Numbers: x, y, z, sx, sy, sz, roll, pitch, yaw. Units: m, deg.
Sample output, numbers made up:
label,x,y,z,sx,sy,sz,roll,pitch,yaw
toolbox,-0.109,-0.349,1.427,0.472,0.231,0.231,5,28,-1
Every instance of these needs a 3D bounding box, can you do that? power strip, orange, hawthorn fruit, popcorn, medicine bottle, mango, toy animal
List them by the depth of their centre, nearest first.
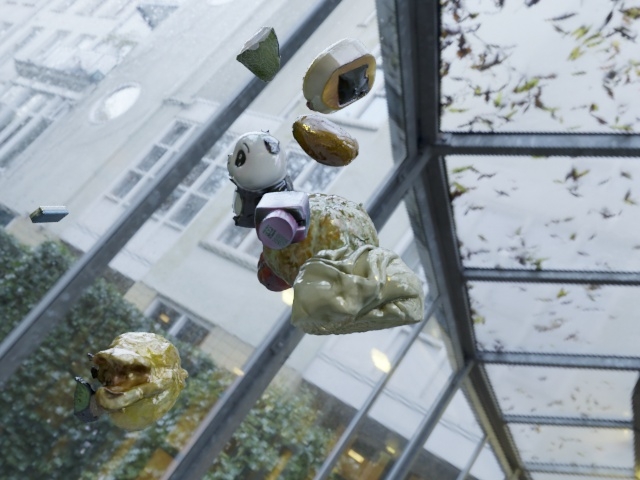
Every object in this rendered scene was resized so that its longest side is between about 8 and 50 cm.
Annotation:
label,x,y,z,sx,sy,sz,roll,pitch,yaw
popcorn,-0.409,0.318,1.503,0.191,0.190,0.253,16,16,14
medicine bottle,-0.089,-0.047,1.557,0.119,0.188,0.094,-1,-70,5
orange,0.000,0.000,1.832,0.329,0.329,0.249,26,-63,29
power strip,-0.849,-0.082,2.096,0.032,0.056,0.123,59,17,7
mango,0.014,-0.340,2.284,0.249,0.151,0.156,31,-8,-13
toy animal,-0.208,-0.217,2.292,0.251,0.251,0.310,23,-60,36
hawthorn fruit,-0.133,0.100,2.305,0.173,0.173,0.179,23,7,36

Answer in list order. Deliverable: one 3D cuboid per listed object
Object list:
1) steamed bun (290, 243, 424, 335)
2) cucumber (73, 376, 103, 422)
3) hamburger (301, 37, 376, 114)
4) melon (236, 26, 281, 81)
label,x,y,z,sx,sy,sz,roll,pitch,yaw
steamed bun,0.084,0.103,1.540,0.289,0.203,0.276,-11,-18,12
cucumber,-0.524,0.369,1.507,0.046,0.070,0.220,15,-26,1
hamburger,0.044,-0.402,1.647,0.116,0.210,0.173,35,-33,34
melon,-0.205,-0.592,2.134,0.093,0.139,0.202,56,-27,38
